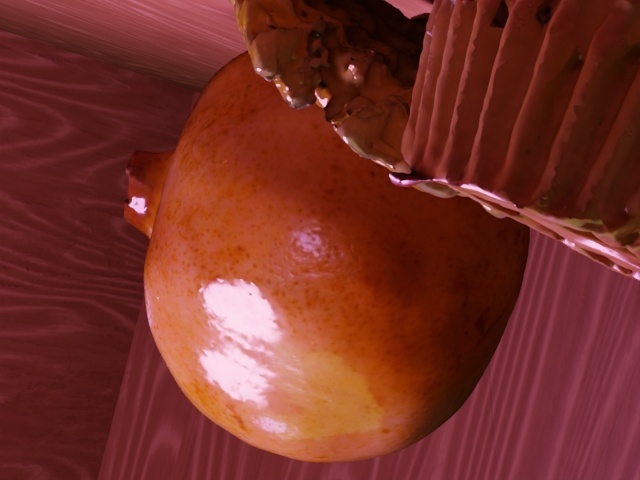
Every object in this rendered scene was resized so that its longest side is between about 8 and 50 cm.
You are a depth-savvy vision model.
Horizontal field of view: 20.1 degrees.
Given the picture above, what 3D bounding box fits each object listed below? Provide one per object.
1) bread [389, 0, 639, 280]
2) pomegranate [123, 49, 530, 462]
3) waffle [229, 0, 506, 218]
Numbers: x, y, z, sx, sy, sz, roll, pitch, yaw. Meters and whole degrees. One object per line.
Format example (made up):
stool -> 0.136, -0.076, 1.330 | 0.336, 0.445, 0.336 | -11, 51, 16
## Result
bread -> 0.173, -0.056, 0.955 | 0.274, 0.149, 0.274 | 21, -177, -1
pomegranate -> 0.000, 0.000, 1.702 | 0.417, 0.416, 0.416 | 14, -178, 0
waffle -> 0.058, -0.092, 1.136 | 0.250, 0.056, 0.261 | 22, -159, -21
